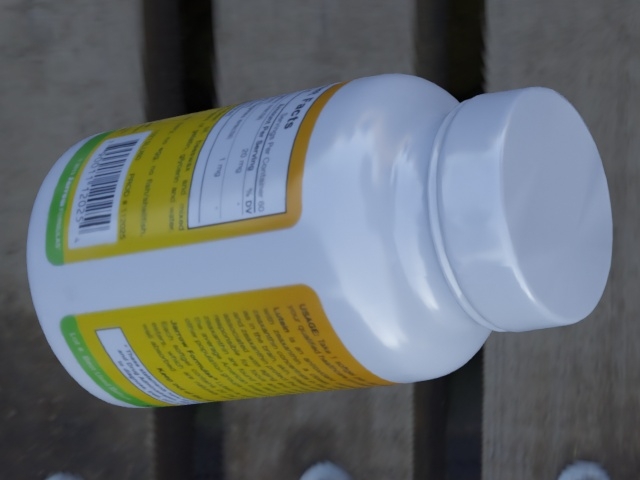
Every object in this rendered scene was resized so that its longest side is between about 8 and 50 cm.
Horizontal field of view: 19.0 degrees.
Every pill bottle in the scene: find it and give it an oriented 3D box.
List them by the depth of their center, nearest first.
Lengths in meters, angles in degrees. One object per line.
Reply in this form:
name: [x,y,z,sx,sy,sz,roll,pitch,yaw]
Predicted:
pill bottle: [0.000,0.000,0.865,0.246,0.136,0.136,-8,96,34]
